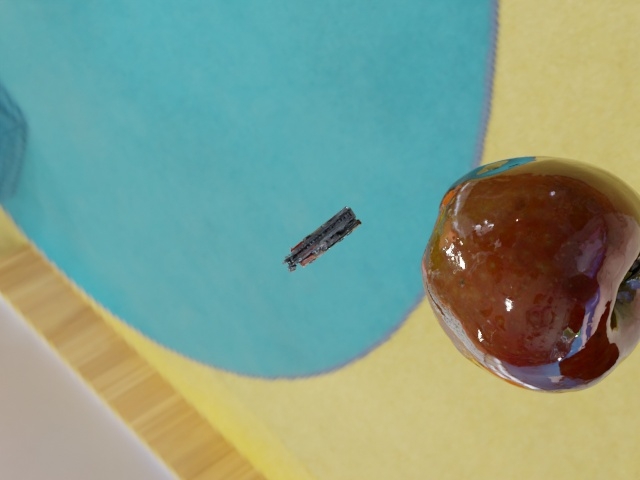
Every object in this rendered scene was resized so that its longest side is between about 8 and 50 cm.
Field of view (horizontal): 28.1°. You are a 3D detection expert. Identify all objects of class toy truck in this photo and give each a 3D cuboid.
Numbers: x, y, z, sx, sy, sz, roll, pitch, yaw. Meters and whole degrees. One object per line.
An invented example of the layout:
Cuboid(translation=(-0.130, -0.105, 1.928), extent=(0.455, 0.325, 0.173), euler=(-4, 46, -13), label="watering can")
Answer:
Cuboid(translation=(0.000, 0.000, 1.217), extent=(0.024, 0.083, 0.032), euler=(53, -176, 11), label="toy truck")

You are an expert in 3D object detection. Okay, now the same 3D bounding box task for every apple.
Cuboid(translation=(0.198, 0.028, 1.193), extent=(0.230, 0.230, 0.230), euler=(33, 139, 34), label="apple")
